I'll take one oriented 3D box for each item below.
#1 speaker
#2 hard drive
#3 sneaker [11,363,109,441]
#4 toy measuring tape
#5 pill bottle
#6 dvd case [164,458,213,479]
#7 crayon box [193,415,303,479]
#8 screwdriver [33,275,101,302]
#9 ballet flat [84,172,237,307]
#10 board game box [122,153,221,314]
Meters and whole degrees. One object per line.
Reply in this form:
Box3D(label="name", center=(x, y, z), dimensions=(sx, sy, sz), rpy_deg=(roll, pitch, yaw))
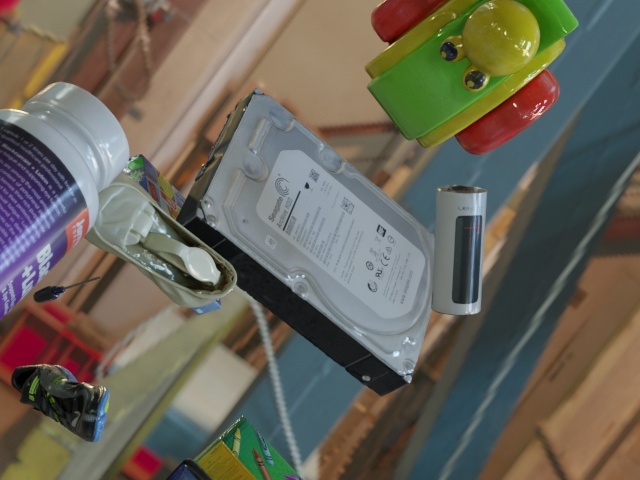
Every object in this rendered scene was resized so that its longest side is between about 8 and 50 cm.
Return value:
Box3D(label="speaker", center=(0.150, 0.009, 1.411), dimensions=(0.055, 0.136, 0.055), rpy_deg=(2, 11, 0))
Box3D(label="hard drive", center=(0.000, 0.000, 1.578), dimensions=(0.339, 0.064, 0.237), rpy_deg=(39, 45, -18))
Box3D(label="sneaker", center=(-0.302, 0.185, 1.502), dimensions=(0.078, 0.067, 0.188), rpy_deg=(13, 2, -38))
Box3D(label="toy measuring tape", center=(0.083, -0.117, 0.837), dimensions=(0.121, 0.121, 0.330), rpy_deg=(37, 5, -5))
Box3D(label="pill bottle", center=(-0.217, -0.019, 0.867), dimensions=(0.108, 0.193, 0.108), rpy_deg=(24, -38, 21))
Box3D(label="dvd case", center=(-0.103, 0.356, 1.226), dimensions=(0.253, 0.180, 0.022), rpy_deg=(43, -2, 21))
Box3D(label="crayon box", center=(-0.146, 0.377, 1.681), dimensions=(0.165, 0.278, 0.081), rpy_deg=(47, 24, 1))
Box3D(label="screwdriver", center=(-0.388, 0.074, 2.019), dimensions=(0.170, 0.024, 0.025), rpy_deg=(-13, -38, 38))
Box3D(label="ballet flat", center=(-0.184, -0.008, 1.394), dimensions=(0.248, 0.086, 0.086), rpy_deg=(39, 2, -34))
Box3D(label="board game box", center=(-0.186, -0.004, 1.625), dimensions=(0.201, 0.035, 0.136), rpy_deg=(51, 23, -60))
